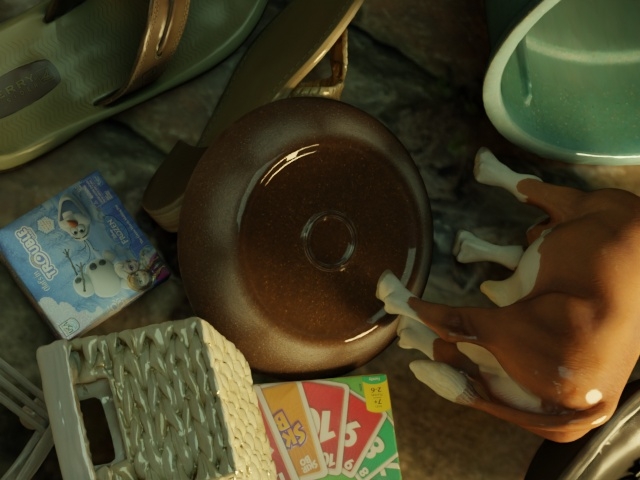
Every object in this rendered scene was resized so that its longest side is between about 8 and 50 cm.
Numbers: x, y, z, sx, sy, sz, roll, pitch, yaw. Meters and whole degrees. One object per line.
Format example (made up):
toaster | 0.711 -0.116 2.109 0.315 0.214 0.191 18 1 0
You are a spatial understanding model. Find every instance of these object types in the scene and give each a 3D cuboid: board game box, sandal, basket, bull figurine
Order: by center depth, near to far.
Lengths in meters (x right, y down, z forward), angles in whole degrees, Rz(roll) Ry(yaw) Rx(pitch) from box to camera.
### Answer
basket | -0.095 0.116 1.018 0.103 0.167 0.113 -16 76 3
board game box | 0.001 0.222 1.097 0.124 0.039 0.259 -3 76 -16
board game box | -0.164 0.012 1.126 0.090 0.020 0.090 -35 84 -22
bull figurine | 0.169 0.025 1.134 0.188 0.101 0.310 17 32 19
sandal | -0.142 -0.150 1.150 0.303 0.086 0.120 -40 86 -23
sandal | -0.027 -0.086 1.182 0.240 0.088 0.079 -52 122 -17

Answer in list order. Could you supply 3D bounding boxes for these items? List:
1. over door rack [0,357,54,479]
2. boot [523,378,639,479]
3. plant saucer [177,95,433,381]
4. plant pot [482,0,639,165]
over door rack | -0.304 0.143 0.948 0.239 0.108 0.324 41 44 -19
boot | 0.294 0.180 1.163 0.263 0.091 0.229 -37 92 -14
plant saucer | 0.000 0.000 1.129 0.199 0.036 0.198 -1 93 -26
plant pot | 0.249 -0.281 1.191 0.341 0.341 0.334 -3 65 -17
